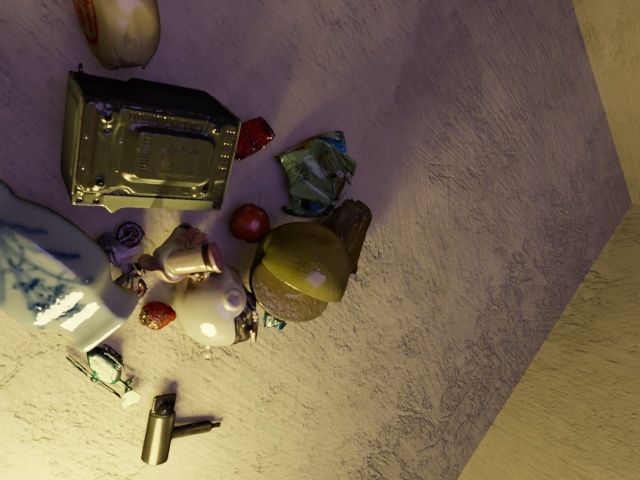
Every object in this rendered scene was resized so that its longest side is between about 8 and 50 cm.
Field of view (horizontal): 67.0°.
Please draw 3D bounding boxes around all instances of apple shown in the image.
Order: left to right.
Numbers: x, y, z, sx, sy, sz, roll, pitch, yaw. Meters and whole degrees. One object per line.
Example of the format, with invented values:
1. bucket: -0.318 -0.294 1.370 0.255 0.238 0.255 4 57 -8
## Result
1. apple: -0.062 0.088 1.375 0.254 0.292 0.291 24 86 -23

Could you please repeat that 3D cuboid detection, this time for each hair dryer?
1. hair dryer: -0.404 0.548 1.460 0.249 0.078 0.195 9 94 -45

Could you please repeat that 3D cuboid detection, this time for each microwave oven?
1. microwave oven: -0.403 -0.223 1.152 0.355 0.218 0.286 1 120 -36

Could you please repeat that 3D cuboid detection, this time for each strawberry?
1. strawberry: -0.449 0.209 1.343 0.097 0.083 0.083 12 93 -44

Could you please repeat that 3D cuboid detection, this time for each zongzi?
1. zongzi: 0.000 0.000 1.539 0.300 0.145 0.273 -5 129 -26

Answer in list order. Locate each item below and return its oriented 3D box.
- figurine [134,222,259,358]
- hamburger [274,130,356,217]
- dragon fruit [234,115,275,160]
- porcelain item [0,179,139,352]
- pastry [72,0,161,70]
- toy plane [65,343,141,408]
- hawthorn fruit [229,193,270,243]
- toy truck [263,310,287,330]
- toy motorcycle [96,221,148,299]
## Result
1. figurine: -0.319 0.135 1.325 0.211 0.253 0.361 -31 123 -7
2. hamburger: 0.006 -0.195 1.530 0.261 0.151 0.275 -18 110 -29
3. dragon fruit: -0.206 -0.300 1.406 0.147 0.096 0.102 -22 104 4
4. porcelain item: -0.624 0.064 1.094 0.243 0.178 0.405 -36 118 5
5. pastry: -0.460 -0.511 1.085 0.133 0.265 0.264 -26 113 -31
6. toy plane: -0.566 0.361 1.305 0.096 0.060 0.235 -42 117 -12
7. hawthorn fruit: -0.201 -0.050 1.423 0.140 0.125 0.125 -33 122 11
8. toy truck: -0.140 0.260 1.558 0.073 0.090 0.056 -3 101 -34
9. toy motorcycle: -0.517 0.061 1.262 0.123 0.080 0.215 -8 104 -35
